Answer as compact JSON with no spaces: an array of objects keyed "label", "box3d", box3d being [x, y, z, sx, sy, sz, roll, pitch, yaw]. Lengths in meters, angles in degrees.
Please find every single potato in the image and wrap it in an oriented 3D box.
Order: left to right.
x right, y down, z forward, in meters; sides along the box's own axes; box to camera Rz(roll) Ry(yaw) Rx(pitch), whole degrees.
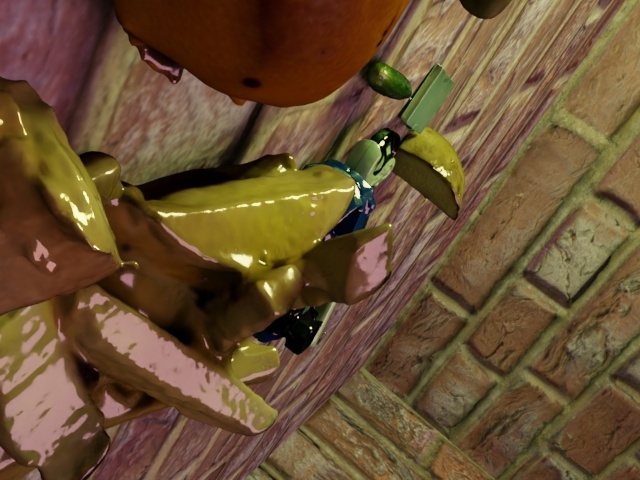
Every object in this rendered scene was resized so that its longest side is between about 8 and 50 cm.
[{"label":"potato","box3d":[0.209,-0.130,1.289,0.120,0.149,0.081,-46,172,-30]}]

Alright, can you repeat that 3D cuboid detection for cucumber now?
[{"label":"cucumber","box3d":[0.085,-0.193,0.946,0.037,0.037,0.155,-54,164,13]}]

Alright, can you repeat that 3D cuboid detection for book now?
[{"label":"book","box3d":[0.165,-0.215,1.192,0.103,0.017,0.135,-56,167,10]}]

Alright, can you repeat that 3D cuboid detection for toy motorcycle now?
[{"label":"toy motorcycle","box3d":[0.000,0.000,1.024,0.196,0.125,0.331,-24,147,-58]}]

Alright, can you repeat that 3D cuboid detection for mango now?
[{"label":"mango","box3d":[-0.009,-0.195,0.390,0.201,0.152,0.287,-22,148,-43]}]

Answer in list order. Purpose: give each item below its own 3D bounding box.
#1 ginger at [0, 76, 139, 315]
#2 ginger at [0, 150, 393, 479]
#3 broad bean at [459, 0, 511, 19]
[{"label":"ginger","box3d":[-0.188,-0.011,0.290,0.152,0.138,0.267,-10,-174,30]},{"label":"ginger","box3d":[-0.127,0.094,0.659,0.413,0.211,0.358,-52,165,7]},{"label":"broad bean","box3d":[0.191,-0.324,0.755,0.207,0.072,0.153,-57,-156,15]}]
